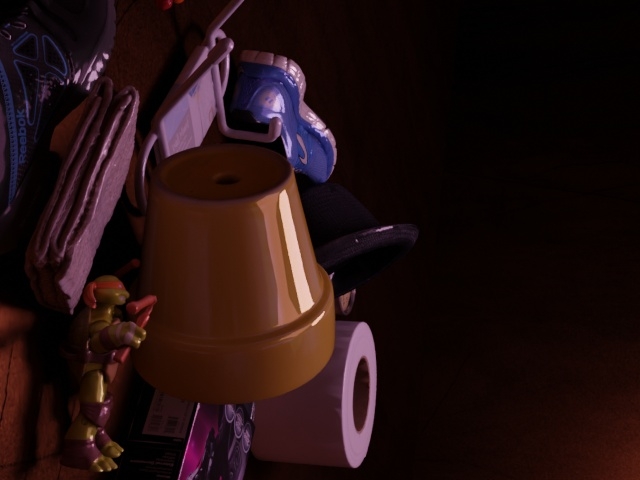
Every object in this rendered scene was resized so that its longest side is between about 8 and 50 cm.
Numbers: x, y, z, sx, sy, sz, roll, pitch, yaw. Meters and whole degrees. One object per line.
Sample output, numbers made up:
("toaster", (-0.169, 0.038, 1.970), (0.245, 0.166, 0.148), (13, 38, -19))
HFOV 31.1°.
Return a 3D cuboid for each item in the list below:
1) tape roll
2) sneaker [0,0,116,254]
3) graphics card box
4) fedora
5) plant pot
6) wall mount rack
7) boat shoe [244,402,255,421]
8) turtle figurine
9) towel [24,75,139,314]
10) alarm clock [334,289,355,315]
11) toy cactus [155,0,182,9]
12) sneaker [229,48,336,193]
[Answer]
("tape roll", (-0.012, 0.253, 1.930), (0.246, 0.169, 0.246), (1, 90, -74))
("sneaker", (-0.275, -0.158, 1.012), (0.139, 0.125, 0.340), (62, 33, -58))
("graphics card box", (-0.185, 0.342, 1.449), (0.232, 0.094, 0.370), (71, 24, -51))
("fedora", (0.000, 0.000, 1.883), (0.152, 0.334, 0.334), (63, 11, 12))
("plant pot", (-0.108, 0.025, 1.359), (0.254, 0.254, 0.238), (-62, 155, -58))
("wall mount rack", (-0.129, -0.191, 1.477), (0.350, 0.131, 0.304), (-71, 164, -45))
("boat shoe", (-0.112, 0.158, 1.695), (0.114, 0.091, 0.302), (-39, 129, -70))
("turtle figurine", (-0.235, 0.129, 1.220), (0.269, 0.087, 0.217), (-168, -96, -73))
("towel", (-0.224, -0.032, 1.104), (0.282, 0.049, 0.187), (136, -26, -75))
("alarm clock", (0.024, 0.091, 2.237), (0.192, 0.064, 0.129), (-69, 156, -56))
("toy cactus", (-0.153, -0.400, 1.444), (0.219, 0.112, 0.180), (-36, 105, -22))
("sneaker", (-0.074, -0.153, 1.801), (0.147, 0.130, 0.330), (-67, 154, -20))
